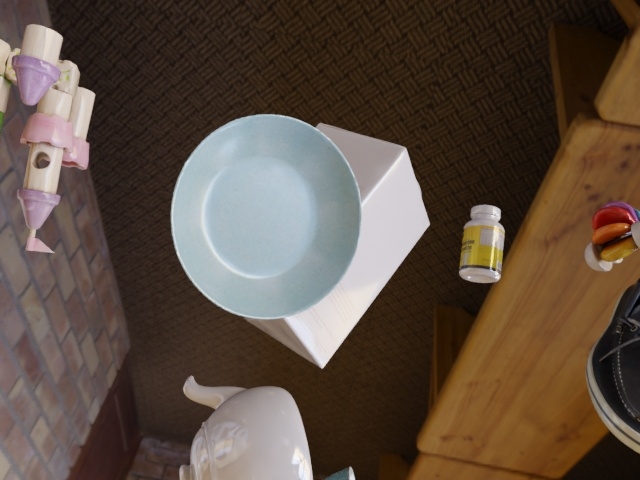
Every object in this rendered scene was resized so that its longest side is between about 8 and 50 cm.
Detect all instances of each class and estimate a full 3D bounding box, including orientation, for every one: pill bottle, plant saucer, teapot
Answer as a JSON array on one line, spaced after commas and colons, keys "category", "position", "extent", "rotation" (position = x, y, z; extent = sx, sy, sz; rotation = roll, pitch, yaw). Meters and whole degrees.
[{"category": "pill bottle", "position": [0.412, 0.009, 1.454], "extent": [0.103, 0.184, 0.103], "rotation": [9, 163, 3]}, {"category": "plant saucer", "position": [-0.052, -0.022, 0.556], "extent": [0.195, 0.195, 0.037], "rotation": [38, 166, -23]}, {"category": "teapot", "position": [-0.127, 0.364, 0.905], "extent": [0.186, 0.256, 0.253], "rotation": [-5, 98, -18]}]

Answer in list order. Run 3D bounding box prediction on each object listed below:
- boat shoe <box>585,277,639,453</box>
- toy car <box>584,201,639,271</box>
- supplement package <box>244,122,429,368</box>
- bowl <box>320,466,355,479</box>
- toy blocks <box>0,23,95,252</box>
[{"category": "boat shoe", "position": [0.656, 0.210, 1.127], "extent": [0.186, 0.500, 0.156], "rotation": [32, 132, 15]}, {"category": "toy car", "position": [0.677, -0.021, 1.291], "extent": [0.159, 0.182, 0.136], "rotation": [-36, 77, 46]}, {"category": "supplement package", "position": [0.000, 0.000, 0.851], "extent": [0.175, 0.293, 0.178], "rotation": [25, 156, 38]}, {"category": "bowl", "position": [0.000, 0.593, 1.053], "extent": [0.163, 0.312, 0.312], "rotation": [-9, 133, 3]}, {"category": "toy blocks", "position": [-0.473, -0.137, 0.741], "extent": [0.288, 0.260, 0.309], "rotation": [12, 174, -13]}]
